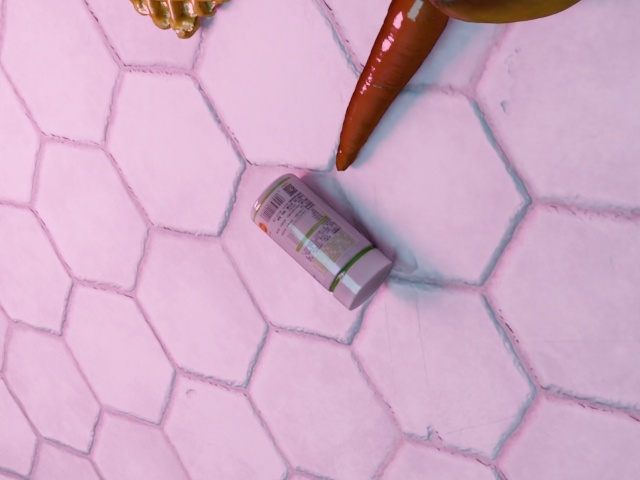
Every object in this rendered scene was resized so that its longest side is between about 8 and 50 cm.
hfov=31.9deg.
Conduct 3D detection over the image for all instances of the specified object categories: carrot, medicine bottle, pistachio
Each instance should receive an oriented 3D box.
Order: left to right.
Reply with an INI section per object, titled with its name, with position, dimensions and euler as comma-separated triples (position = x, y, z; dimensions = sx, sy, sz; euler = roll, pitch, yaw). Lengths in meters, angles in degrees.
[medicine bottle]
position = 0.000, 0.000, 1.450
dimensions = 0.183, 0.086, 0.086
euler = 43, 133, 15
[carrot]
position = 0.077, -0.195, 1.307
dimensions = 0.069, 0.069, 0.336
euler = 44, 140, 13
[pistachio]
position = 0.200, -0.275, 1.129
dimensions = 0.189, 0.100, 0.110
euler = -12, 134, 20

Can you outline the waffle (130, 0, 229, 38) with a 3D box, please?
[waffle]
position = -0.210, -0.404, 1.435
dimensions = 0.291, 0.051, 0.291
euler = 22, 127, 32
